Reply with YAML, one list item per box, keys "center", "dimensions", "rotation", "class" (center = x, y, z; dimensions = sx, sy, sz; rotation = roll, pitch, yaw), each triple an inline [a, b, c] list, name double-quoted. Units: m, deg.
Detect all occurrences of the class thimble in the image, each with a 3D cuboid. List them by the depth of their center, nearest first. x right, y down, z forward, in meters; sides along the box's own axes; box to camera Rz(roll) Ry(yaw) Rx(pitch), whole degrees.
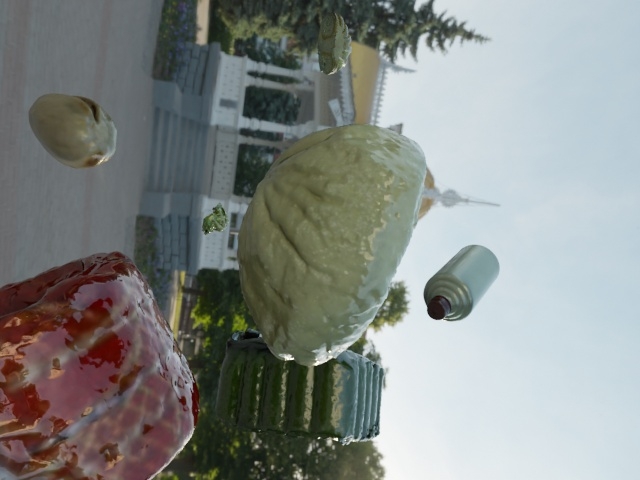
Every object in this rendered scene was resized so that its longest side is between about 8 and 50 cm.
- center: [-0.328, 0.168, 0.555]
  dimensions: [0.350, 0.349, 0.231]
  rotation: [-138, -156, -75]
  class: "thimble"

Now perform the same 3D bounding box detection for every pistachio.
- center: [-0.499, -0.222, 0.984]
  dimensions: [0.215, 0.143, 0.144]
  rotation: [28, -60, 30]
  class: "pistachio"

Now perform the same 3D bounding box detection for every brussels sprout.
- center: [-0.264, -0.044, 1.220]
  dimensions: [0.085, 0.058, 0.085]
  rotation: [-42, -165, 14]
  class: "brussels sprout"

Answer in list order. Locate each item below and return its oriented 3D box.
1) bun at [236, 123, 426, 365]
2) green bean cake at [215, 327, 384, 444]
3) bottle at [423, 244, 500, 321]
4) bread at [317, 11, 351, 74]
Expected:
- center: [0.000, 0.000, 0.431]
  dimensions: [0.221, 0.134, 0.220]
  rotation: [-64, 179, -2]
  class: "bun"
- center: [-0.031, 0.322, 1.092]
  dimensions: [0.335, 0.318, 0.218]
  rotation: [46, 48, -66]
  class: "green bean cake"
- center: [0.280, 0.092, 0.993]
  dimensions: [0.245, 0.104, 0.104]
  rotation: [-30, 142, -49]
  class: "bottle"
- center: [0.045, -0.536, 1.349]
  dimensions: [0.083, 0.094, 0.157]
  rotation: [28, -71, 43]
  class: "bread"
